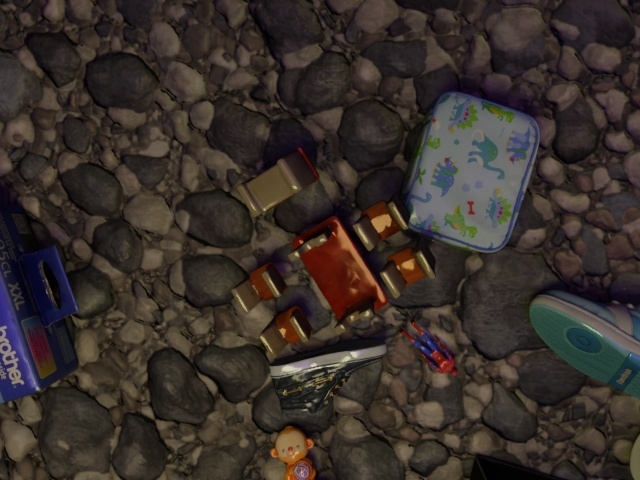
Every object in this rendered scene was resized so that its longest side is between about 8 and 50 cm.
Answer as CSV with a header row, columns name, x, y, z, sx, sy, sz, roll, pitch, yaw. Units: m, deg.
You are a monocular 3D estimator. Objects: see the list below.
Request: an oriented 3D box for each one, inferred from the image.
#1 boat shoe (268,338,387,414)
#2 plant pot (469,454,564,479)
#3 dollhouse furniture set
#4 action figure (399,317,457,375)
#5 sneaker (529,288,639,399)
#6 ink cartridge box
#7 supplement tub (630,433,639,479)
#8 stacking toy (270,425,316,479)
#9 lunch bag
name,x,y,z,sx,sy,sz,roll,pitch,yaw
boat shoe,0.018,0.207,0.888,0.183,0.065,0.083,-14,93,4
plant pot,0.305,0.459,0.855,0.187,0.188,0.167,18,103,-3
dollhouse furniture set,0.000,0.000,0.842,0.262,0.135,0.259,-29,96,18
action figure,0.173,0.170,0.909,0.038,0.030,0.115,-43,98,4
sneaker,0.497,0.124,0.891,0.319,0.127,0.208,30,62,16
ink cartridge box,-0.530,0.113,0.817,0.395,0.151,0.270,-19,92,-4
supplement tub,0.591,0.366,0.874,0.199,0.144,0.144,32,90,-3
stacking toy,-0.008,0.426,0.862,0.175,0.166,0.302,-16,77,4
lunch bag,0.220,-0.096,0.874,0.176,0.090,0.219,16,90,-2
